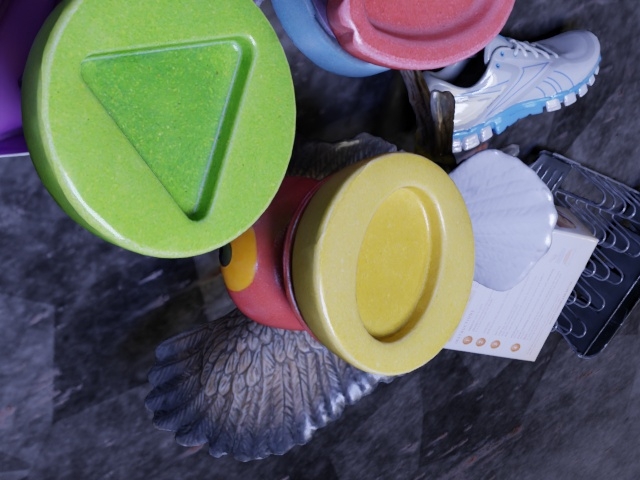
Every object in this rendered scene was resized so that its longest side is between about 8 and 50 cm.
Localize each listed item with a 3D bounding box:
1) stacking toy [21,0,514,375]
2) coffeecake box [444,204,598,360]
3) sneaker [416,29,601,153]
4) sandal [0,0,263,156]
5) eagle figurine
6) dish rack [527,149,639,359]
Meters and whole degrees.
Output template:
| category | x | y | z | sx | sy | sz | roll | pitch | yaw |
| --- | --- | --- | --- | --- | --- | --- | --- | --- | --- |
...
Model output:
| category | x | y | z | sx | sy | sz | roll | pitch | yaw |
| --- | --- | --- | --- | --- | --- | --- | --- | --- | --- |
| stacking toy | -0.033 | -0.101 | 0.521 | 0.279 | 0.130 | 0.309 | 18 | 81 | -39 |
| coffeecake box | 0.141 | 0.028 | 0.897 | 0.185 | 0.068 | 0.142 | 11 | 116 | -24 |
| sneaker | 0.163 | -0.147 | 0.817 | 0.190 | 0.071 | 0.083 | -29 | 131 | -18 |
| sandal | -0.131 | -0.121 | 0.480 | 0.416 | 0.102 | 0.169 | -41 | 127 | -33 |
| eagle figurine | -0.004 | 0.005 | 0.711 | 0.298 | 0.226 | 0.225 | -24 | 153 | -30 |
| dish rack | 0.265 | 0.016 | 1.025 | 0.271 | 0.074 | 0.208 | 14 | 112 | -45 |
